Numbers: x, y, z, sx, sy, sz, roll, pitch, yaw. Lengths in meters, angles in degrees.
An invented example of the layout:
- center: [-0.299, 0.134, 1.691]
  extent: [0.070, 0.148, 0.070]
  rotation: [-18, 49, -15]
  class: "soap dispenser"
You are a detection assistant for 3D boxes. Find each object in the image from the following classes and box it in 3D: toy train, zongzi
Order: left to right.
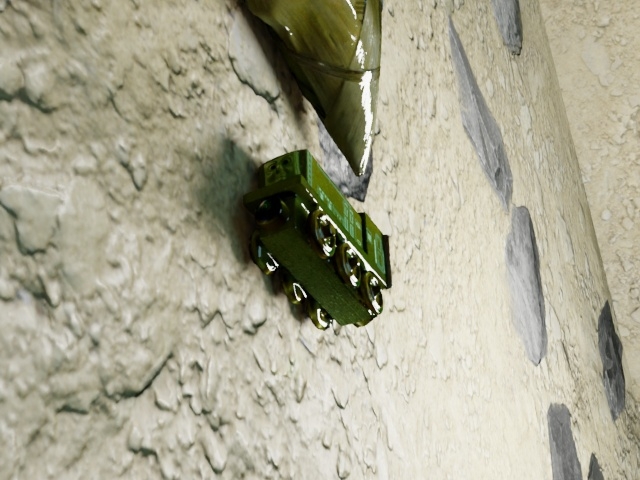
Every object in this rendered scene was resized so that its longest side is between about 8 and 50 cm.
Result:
- center: [-0.007, -0.218, 1.084]
  extent: [0.251, 0.125, 0.274]
  rotation: [12, 75, -64]
  class: "zongzi"
- center: [0.000, 0.000, 1.052]
  extent: [0.225, 0.090, 0.137]
  rotation: [50, 31, -46]
  class: "toy train"
